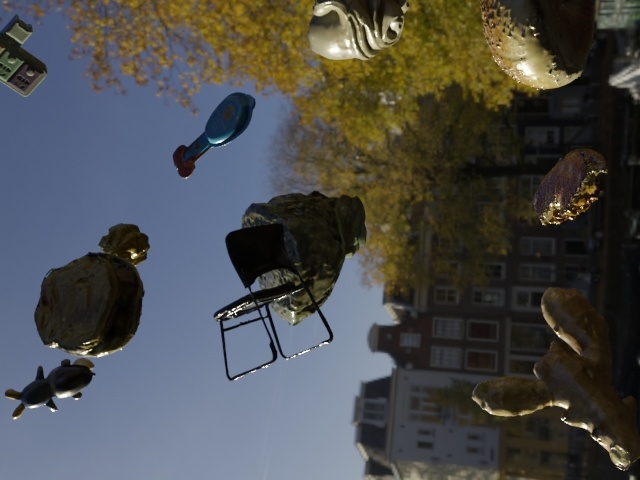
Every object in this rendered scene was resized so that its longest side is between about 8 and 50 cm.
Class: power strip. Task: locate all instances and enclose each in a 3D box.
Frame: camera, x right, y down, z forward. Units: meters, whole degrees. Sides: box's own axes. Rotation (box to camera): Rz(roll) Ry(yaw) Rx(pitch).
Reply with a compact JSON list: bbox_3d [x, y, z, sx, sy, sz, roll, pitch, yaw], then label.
[{"bbox_3d":[-0.705,-0.437,1.588,0.216,0.145,0.061,37,-161,-44],"label":"power strip"}]

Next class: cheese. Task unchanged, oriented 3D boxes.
[{"bbox_3d":[-0.234,-0.232,1.552,0.037,0.256,0.106,17,-138,-52],"label":"cheese"}]

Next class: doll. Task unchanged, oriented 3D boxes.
[{"bbox_3d":[-0.562,0.307,1.493,0.089,0.179,0.102,-177,70,-78],"label":"doll"}]

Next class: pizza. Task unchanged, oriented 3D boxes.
[{"bbox_3d":[0.541,-0.110,1.527,0.305,0.086,0.161,115,170,-82],"label":"pizza"}]

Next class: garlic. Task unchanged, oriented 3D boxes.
[{"bbox_3d":[-0.757,0.399,2.250,0.053,0.083,0.041,56,-164,1],"label":"garlic"}]

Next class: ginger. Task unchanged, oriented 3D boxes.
[{"bbox_3d":[0.568,0.296,1.540,0.363,0.348,0.122,-43,-35,-27],"label":"ginger"}]

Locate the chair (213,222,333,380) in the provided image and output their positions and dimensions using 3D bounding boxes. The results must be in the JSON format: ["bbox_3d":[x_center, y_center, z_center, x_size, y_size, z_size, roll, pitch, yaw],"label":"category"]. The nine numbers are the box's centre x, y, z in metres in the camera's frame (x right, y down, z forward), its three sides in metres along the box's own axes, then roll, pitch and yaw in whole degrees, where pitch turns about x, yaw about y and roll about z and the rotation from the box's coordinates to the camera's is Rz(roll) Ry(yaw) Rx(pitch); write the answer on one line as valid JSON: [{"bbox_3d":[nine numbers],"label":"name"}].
[{"bbox_3d":[-0.103,0.098,1.187,0.140,0.145,0.221,-13,-101,-46],"label":"chair"}]

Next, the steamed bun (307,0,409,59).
[{"bbox_3d":[0.118,-0.595,1.749,0.324,0.220,0.309,-62,-5,-24],"label":"steamed bun"}]

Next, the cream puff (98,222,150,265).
[{"bbox_3d":[-0.623,0.023,2.262,0.156,0.121,0.156,-1,-90,-65],"label":"cream puff"}]

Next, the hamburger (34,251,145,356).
[{"bbox_3d":[-0.578,0.161,1.805,0.134,0.285,0.265,17,-99,-59],"label":"hamburger"}]

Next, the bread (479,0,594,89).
[{"bbox_3d":[0.396,-0.425,1.323,0.306,0.159,0.305,12,-105,-51],"label":"bread"}]

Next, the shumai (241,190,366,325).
[{"bbox_3d":[0.000,0.000,1.568,0.291,0.289,0.330,65,159,17],"label":"shumai"}]
